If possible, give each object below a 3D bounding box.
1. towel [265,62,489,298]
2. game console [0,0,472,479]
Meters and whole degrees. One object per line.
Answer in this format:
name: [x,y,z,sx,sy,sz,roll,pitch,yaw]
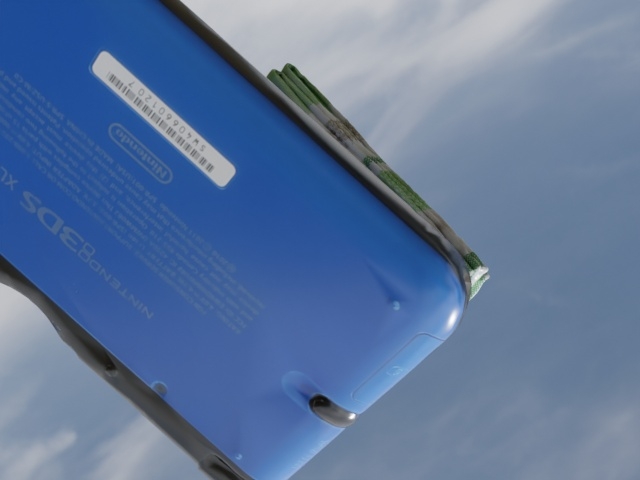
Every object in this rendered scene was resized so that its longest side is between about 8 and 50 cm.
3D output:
towel: [0.000,0.000,0.495,0.023,0.152,0.113,-21,154,-54]
game console: [-0.087,-0.026,0.506,0.250,0.293,0.173,-47,-178,32]
